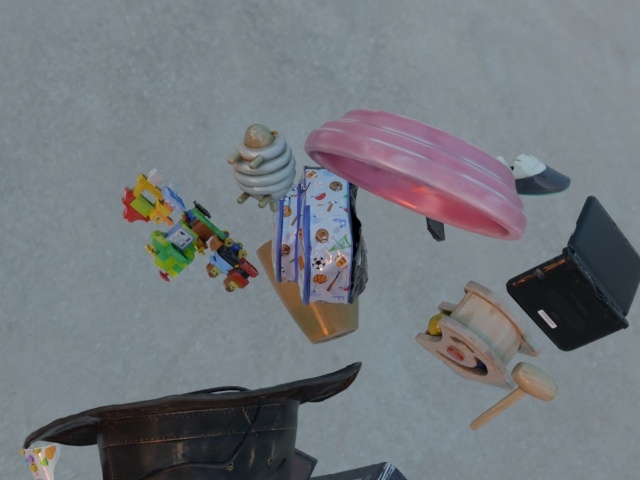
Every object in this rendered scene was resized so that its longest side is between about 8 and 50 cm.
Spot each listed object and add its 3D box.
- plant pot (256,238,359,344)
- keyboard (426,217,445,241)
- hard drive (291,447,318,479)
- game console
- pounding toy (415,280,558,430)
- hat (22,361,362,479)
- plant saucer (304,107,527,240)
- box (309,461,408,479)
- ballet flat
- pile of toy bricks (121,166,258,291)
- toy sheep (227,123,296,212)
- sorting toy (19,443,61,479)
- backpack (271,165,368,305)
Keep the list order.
[{"bbox_3d":[-0.005,0.110,2.013,0.237,0.237,0.254,-6,72,-41],"label":"plant pot"},{"bbox_3d":[0.211,-0.078,1.643,0.100,0.038,0.192,41,39,-45],"label":"keyboard"},{"bbox_3d":[-0.074,0.329,1.107,0.094,0.135,0.022,26,2,5],"label":"hard drive"},{"bbox_3d":[0.252,0.036,0.824,0.122,0.107,0.071,43,31,-30],"label":"game console"},{"bbox_3d":[0.206,0.162,1.197,0.154,0.269,0.155,43,76,-13],"label":"pounding toy"},{"bbox_3d":[-0.102,0.210,0.787,0.331,0.331,0.134,-1,72,-39],"label":"hat"},{"bbox_3d":[0.142,-0.099,1.190,0.332,0.332,0.084,23,88,-23],"label":"plant saucer"},{"bbox_3d":[-0.038,0.692,1.485,0.297,0.480,0.472,50,49,-11],"label":"box"},{"bbox_3d":[0.335,-0.115,1.472,0.074,0.203,0.074,-2,92,-47],"label":"ballet flat"},{"bbox_3d":[-0.192,0.010,1.175,0.212,0.105,0.118,43,7,-35],"label":"pile of toy bricks"},{"bbox_3d":[-0.073,-0.090,1.074,0.091,0.132,0.091,-3,38,3],"label":"toy sheep"},{"bbox_3d":[-0.515,0.415,1.545,0.045,0.083,0.075,-11,88,-55],"label":"sorting toy"},{"bbox_3d":[0.000,0.000,1.750,0.213,0.277,0.263,-9,46,-3],"label":"backpack"}]
